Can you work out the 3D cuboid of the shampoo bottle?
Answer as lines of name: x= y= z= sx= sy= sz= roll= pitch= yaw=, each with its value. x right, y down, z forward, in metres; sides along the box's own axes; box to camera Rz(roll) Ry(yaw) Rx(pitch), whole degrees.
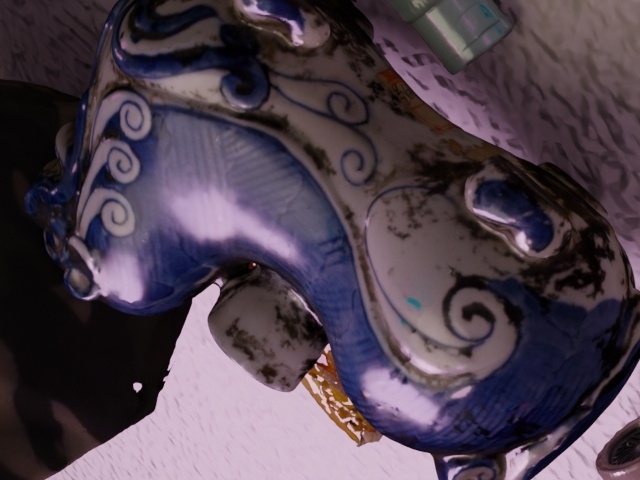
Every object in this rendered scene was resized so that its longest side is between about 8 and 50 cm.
shampoo bottle: x=0.012 y=-0.155 z=0.618 sx=0.191 sy=0.041 sz=0.069 roll=50 pitch=141 yaw=-6

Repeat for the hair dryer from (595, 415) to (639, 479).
hair dryer: x=0.173 y=0.186 z=0.806 sx=0.195 sy=0.053 sz=0.220 roll=55 pitch=152 yaw=-11

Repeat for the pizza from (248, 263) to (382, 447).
pizza: x=-0.009 y=0.022 z=0.813 sx=0.127 sy=0.058 sz=0.246 roll=21 pitch=141 yaw=32

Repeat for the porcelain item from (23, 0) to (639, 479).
porcelain item: x=0.000 y=0.000 z=0.643 sx=0.288 sy=0.138 sz=0.186 roll=40 pitch=104 yaw=10

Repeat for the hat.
hat: x=-0.240 y=-0.057 z=0.742 sx=0.366 sy=0.257 sz=0.382 roll=47 pitch=169 yaw=50
